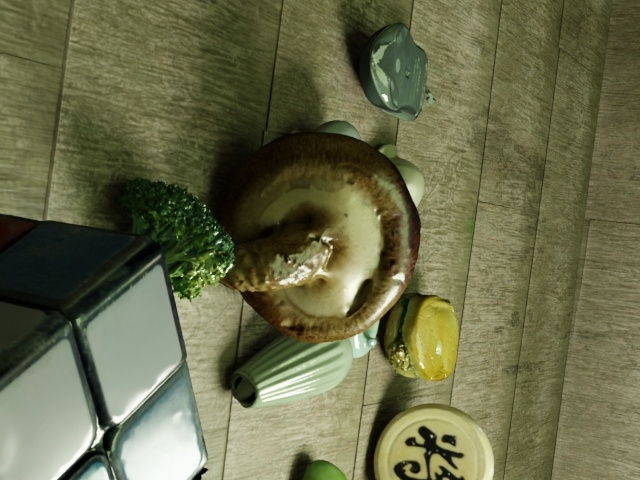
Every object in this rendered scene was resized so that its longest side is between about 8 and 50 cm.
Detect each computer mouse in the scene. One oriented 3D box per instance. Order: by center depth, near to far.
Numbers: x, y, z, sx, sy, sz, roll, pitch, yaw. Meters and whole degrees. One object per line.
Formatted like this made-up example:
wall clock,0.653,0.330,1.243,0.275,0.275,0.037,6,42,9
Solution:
computer mouse,0.151,-0.319,2.164,0.379,0.090,0.167,21,79,-66

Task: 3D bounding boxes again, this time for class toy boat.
toy boat,0.084,0.130,2.160,0.134,0.079,0.208,28,70,-62

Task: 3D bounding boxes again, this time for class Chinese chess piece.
Chinese chess piece,0.242,0.477,2.338,0.104,0.257,0.257,50,52,-73

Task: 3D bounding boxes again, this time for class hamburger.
hamburger,0.208,0.207,2.355,0.215,0.122,0.189,-3,93,-57

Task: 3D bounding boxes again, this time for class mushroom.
mushroom,-0.001,-0.011,1.757,0.345,0.345,0.239,63,5,-46

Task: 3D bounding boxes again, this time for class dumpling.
dumpling,0.149,-0.125,2.195,0.134,0.100,0.169,55,46,-32

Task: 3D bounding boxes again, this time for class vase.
vase,-0.053,0.222,1.896,0.248,0.128,0.128,-19,113,-48

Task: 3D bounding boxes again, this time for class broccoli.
broccoli,-0.227,0.017,1.540,0.220,0.194,0.194,64,38,-80

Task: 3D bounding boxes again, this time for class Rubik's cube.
Rubik's cube,-0.345,0.177,1.158,0.316,0.313,0.318,-43,134,-48

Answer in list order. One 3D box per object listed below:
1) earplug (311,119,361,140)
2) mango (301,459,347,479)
earplug,0.041,-0.054,1.936,0.214,0.175,0.325,-45,122,-42
mango,0.003,0.543,2.085,0.156,0.114,0.251,5,80,-51
